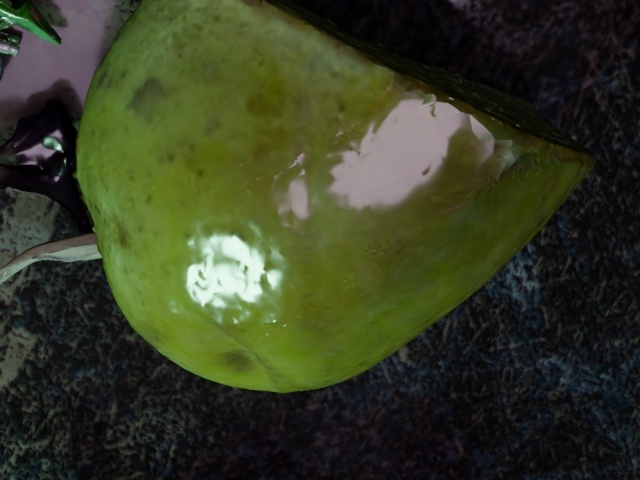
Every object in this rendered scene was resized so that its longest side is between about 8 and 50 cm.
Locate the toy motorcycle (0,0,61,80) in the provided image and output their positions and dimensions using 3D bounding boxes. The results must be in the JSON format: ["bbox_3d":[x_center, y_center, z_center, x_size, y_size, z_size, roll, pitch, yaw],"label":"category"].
[{"bbox_3d":[-0.273,-0.189,0.960,0.106,0.074,0.190,-36,111,1],"label":"toy motorcycle"}]

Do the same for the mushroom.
[{"bbox_3d":[-0.107,-0.035,1.023,0.306,0.043,0.068,-34,124,-4],"label":"mushroom"}]

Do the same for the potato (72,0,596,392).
[{"bbox_3d":[0.000,0.000,0.935,0.330,0.213,0.280,21,106,-29],"label":"potato"}]

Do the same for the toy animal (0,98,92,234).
[{"bbox_3d":[-0.315,0.010,1.005,0.324,0.090,0.195,-40,131,12],"label":"toy animal"}]
